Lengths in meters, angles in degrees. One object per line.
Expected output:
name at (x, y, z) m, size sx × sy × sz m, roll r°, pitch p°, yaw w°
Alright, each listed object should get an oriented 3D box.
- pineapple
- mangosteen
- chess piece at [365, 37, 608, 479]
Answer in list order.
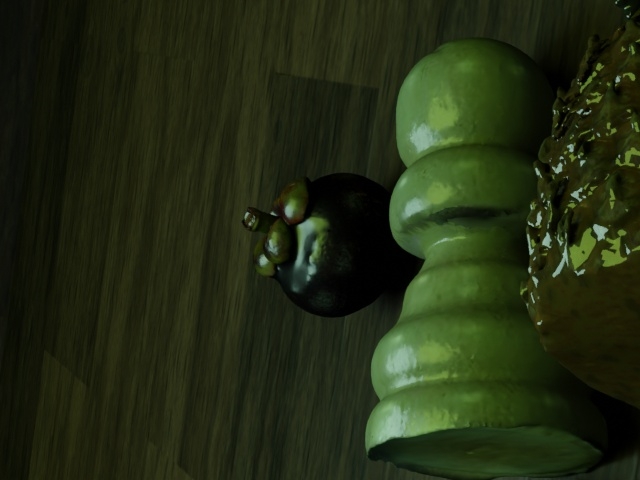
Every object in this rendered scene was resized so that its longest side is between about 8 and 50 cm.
pineapple at (0.238, -0.082, 0.867) m, size 0.202 × 0.202 × 0.362 m, roll -35°, pitch 37°, yaw 56°
mangosteen at (0.000, 0.000, 1.312) m, size 0.137 × 0.151 × 0.137 m, roll -164°, pitch 90°, yaw -76°
chess piece at (0.122, 0.005, 1.083) m, size 0.182 × 0.182 × 0.330 m, roll -34°, pitch 50°, yaw 57°
